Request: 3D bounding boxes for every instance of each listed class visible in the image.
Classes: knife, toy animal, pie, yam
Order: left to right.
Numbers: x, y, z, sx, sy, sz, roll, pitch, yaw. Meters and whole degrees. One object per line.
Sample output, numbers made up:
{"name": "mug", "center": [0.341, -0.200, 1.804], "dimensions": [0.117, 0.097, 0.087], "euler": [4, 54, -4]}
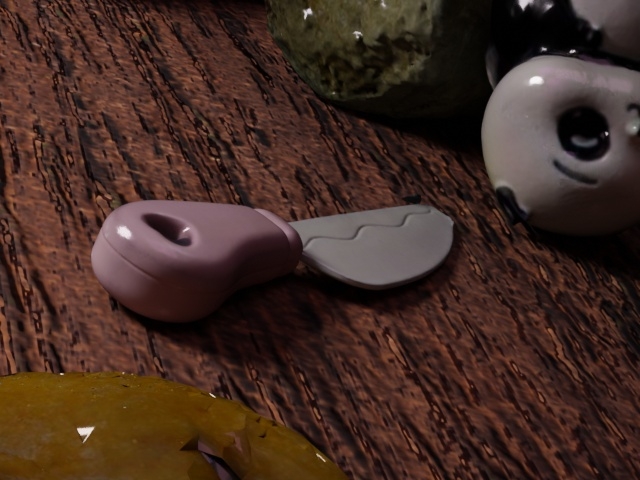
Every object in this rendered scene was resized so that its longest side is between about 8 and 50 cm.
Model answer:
{"name": "pie", "center": [-0.088, 0.116, 0.664], "dimensions": [0.273, 0.069, 0.273], "euler": [15, 22, -6]}
{"name": "knife", "center": [0.002, 0.002, 1.077], "dimensions": [0.081, 0.043, 0.336], "euler": [37, 24, 26]}
{"name": "yam", "center": [0.112, -0.182, 1.418], "dimensions": [0.300, 0.195, 0.195], "euler": [0, 28, -43]}
{"name": "toy animal", "center": [0.183, -0.090, 1.266], "dimensions": [0.166, 0.138, 0.179], "euler": [13, 66, -21]}
